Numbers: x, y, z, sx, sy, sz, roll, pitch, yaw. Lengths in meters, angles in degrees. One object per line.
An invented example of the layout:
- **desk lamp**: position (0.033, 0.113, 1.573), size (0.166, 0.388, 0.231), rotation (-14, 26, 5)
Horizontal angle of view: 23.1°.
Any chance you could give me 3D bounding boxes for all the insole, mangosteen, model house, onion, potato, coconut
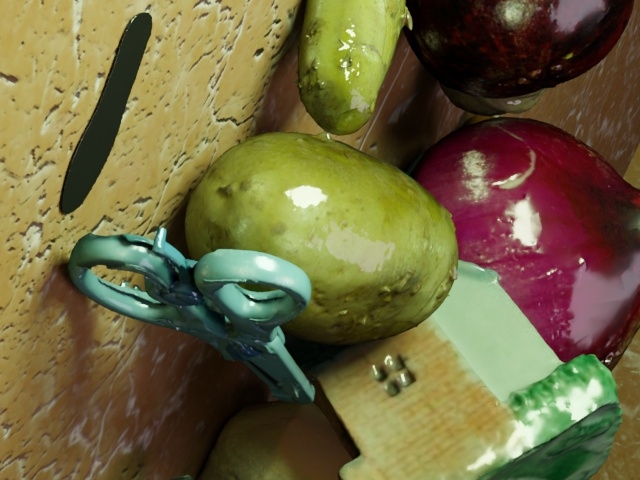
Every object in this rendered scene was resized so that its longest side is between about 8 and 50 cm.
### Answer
- **insole**: position (-0.150, -0.089, 1.102), size (0.153, 0.002, 0.053), rotation (-68, 163, 10)
- **mangosteen**: position (0.184, -0.275, 1.538), size (0.235, 0.235, 0.261), rotation (37, 39, -72)
- **model house**: position (0.092, 0.123, 1.517), size (0.267, 0.325, 0.194), rotation (-29, 153, -10)
- **onion**: position (0.276, 0.012, 1.756), size (0.348, 0.385, 0.348), rotation (-16, 90, -70)
- **potato**: position (0.023, -0.173, 1.339), size (0.105, 0.085, 0.188), rotation (44, 45, -41)
- **coconut**: position (-0.003, 0.291, 1.636), size (0.259, 0.259, 0.259), rotation (-55, 160, -31)
- **potato**: position (0.000, 0.000, 1.340), size (0.173, 0.210, 0.307), rotation (-65, 155, 5)

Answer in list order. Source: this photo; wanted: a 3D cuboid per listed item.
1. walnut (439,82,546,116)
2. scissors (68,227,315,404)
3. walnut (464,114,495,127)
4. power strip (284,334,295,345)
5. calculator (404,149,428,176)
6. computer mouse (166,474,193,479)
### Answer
- **walnut**: position (0.202, -0.207, 1.761), size (0.162, 0.140, 0.140), rotation (-56, 162, -51)
- **scissors**: position (-0.069, 0.074, 1.245), size (0.393, 0.180, 0.032), rotation (58, 39, -65)
- **walnut**: position (0.203, -0.109, 2.003), size (0.091, 0.052, 0.121), rotation (72, 15, -60)
- **power strip**: position (0.009, 0.070, 1.676), size (0.193, 0.059, 0.265), rotation (-46, 152, -33)
- **calculator**: position (0.118, 0.032, 1.973), size (0.256, 0.054, 0.386), rotation (-61, 161, -13)
- **computer mouse**: position (-0.183, 0.307, 1.434), size (0.231, 0.071, 0.126), rotation (-59, 179, 13)
